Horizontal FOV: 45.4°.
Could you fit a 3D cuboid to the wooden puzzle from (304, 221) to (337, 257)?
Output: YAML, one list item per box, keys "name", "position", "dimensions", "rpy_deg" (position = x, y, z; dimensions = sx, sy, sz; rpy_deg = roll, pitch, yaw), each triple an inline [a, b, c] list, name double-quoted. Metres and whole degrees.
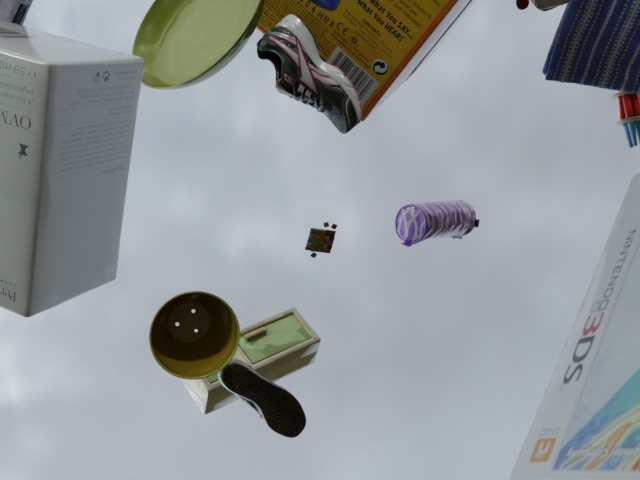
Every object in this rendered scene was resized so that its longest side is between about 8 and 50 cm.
- name: "wooden puzzle"
  position: [0.000, 0.000, 1.429]
  dimensions: [0.049, 0.006, 0.083]
  rpy_deg: [7, -57, -13]

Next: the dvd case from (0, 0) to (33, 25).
- name: "dvd case"
  position: [-0.327, -0.309, 0.802]
  dimensions: [0.018, 0.165, 0.221]
  rpy_deg: [-5, -18, -39]

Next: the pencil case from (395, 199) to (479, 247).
- name: "pencil case"
  position: [0.242, -0.039, 1.599]
  dimensions: [0.206, 0.086, 0.088]
  rpy_deg: [-4, -65, -46]

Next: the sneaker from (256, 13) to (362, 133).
- name: "sneaker"
  position: [-0.021, -0.209, 1.021]
  dimensions: [0.077, 0.072, 0.178]
  rpy_deg: [-36, -97, -22]

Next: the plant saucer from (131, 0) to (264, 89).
- name: "plant saucer"
  position: [-0.168, -0.308, 1.091]
  dimensions: [0.241, 0.241, 0.037]
  rpy_deg: [-42, -41, 9]

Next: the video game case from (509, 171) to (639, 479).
- name: "video game case"
  position: [0.274, 0.022, 0.451]
  dimensions: [0.036, 0.329, 0.300]
  rpy_deg: [38, -117, -11]

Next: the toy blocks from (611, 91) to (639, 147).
- name: "toy blocks"
  position: [0.568, -0.240, 1.371]
  dimensions: [0.123, 0.054, 0.148]
  rpy_deg: [-5, -94, -43]

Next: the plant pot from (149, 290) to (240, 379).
- name: "plant pot"
  position: [-0.198, 0.136, 1.177]
  dimensions: [0.134, 0.095, 0.134]
  rpy_deg: [-2, -83, -15]

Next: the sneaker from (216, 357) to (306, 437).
- name: "sneaker"
  position: [-0.099, 0.256, 1.288]
  dimensions: [0.066, 0.071, 0.188]
  rpy_deg: [-47, -69, -8]

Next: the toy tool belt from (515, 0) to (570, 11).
- name: "toy tool belt"
  position: [0.337, -0.378, 1.167]
  dimensions: [0.083, 0.051, 0.052]
  rpy_deg: [-9, -43, 10]

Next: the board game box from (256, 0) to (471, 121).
- name: "board game box"
  position: [0.101, -0.495, 1.266]
  dimensions: [0.356, 0.356, 0.356]
  rpy_deg: [42, -47, 0]

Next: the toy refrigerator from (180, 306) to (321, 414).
- name: "toy refrigerator"
  position: [-0.139, 0.237, 1.552]
  dimensions: [0.269, 0.102, 0.094]
  rpy_deg: [-20, -37, -32]

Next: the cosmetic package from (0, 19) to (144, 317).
- name: "cosmetic package"
  position: [-0.305, -0.080, 0.708]
  dimensions: [0.224, 0.138, 0.225]
  rpy_deg: [18, -70, 17]

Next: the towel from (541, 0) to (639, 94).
- name: "towel"
  position: [0.550, -0.339, 1.223]
  dimensions: [0.335, 0.040, 0.243]
  rpy_deg: [7, -54, -10]
